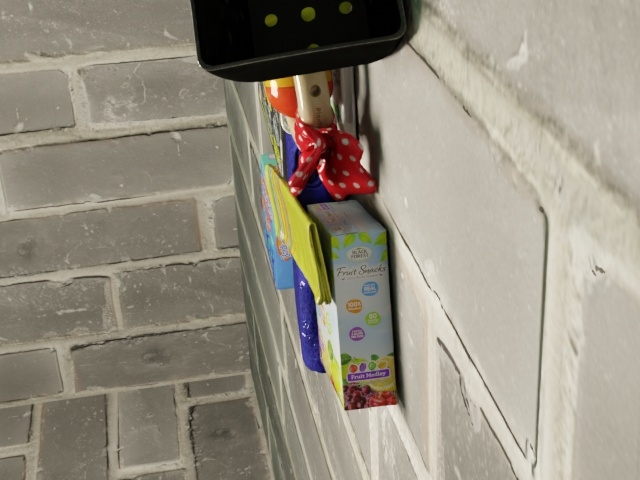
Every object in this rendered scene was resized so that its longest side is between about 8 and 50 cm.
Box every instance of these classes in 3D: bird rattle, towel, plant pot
[{"bbox_3d":[-0.009,-0.171,1.270,0.207,0.143,0.253,-123,13,-73],"label":"bird rattle"},{"bbox_3d":[0.000,0.000,1.521,0.227,0.076,0.308,-98,5,-58],"label":"towel"},{"bbox_3d":[-0.030,-0.012,1.301,0.237,0.021,0.102,-124,19,-66],"label":"towel"},{"bbox_3d":[-0.020,-0.243,1.070,0.167,0.188,0.188,52,-151,-79],"label":"plant pot"}]

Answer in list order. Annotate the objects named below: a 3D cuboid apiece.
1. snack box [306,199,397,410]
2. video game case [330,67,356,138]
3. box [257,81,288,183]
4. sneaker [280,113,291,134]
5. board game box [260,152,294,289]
[{"bbox_3d":[0.035,0.070,1.303,0.174,0.070,0.207,-127,32,-74],"label":"snack box"},{"bbox_3d":[0.019,-0.197,1.361,0.157,0.019,0.143,-115,19,-67],"label":"video game case"},{"bbox_3d":[-0.054,-0.248,1.703,0.270,0.060,0.216,-107,12,-51],"label":"box"},{"bbox_3d":[-0.022,-0.200,1.485,0.070,0.051,0.134,127,155,-82],"label":"sneaker"},{"bbox_3d":[-0.078,-0.037,2.117,0.160,0.047,0.210,-108,14,-54],"label":"board game box"}]
